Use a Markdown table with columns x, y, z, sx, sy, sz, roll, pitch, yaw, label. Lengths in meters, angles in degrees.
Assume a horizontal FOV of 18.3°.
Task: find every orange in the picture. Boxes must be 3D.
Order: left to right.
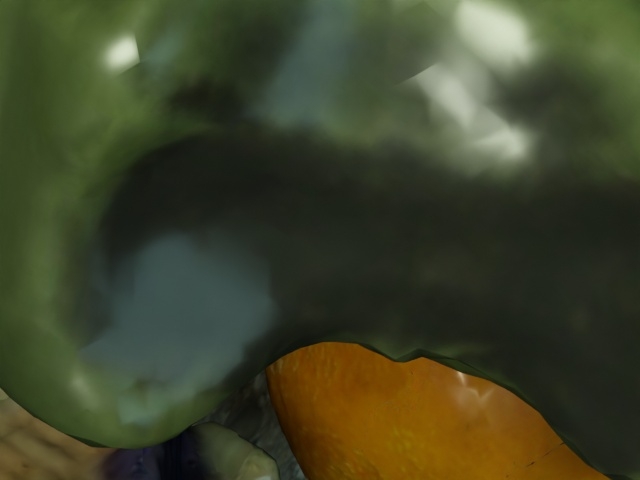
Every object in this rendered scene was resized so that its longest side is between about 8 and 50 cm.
| x | y | z | sx | sy | sz | roll | pitch | yaw | label |
| --- | --- | --- | --- | --- | --- | --- | --- | --- | --- |
| 0.100 | 0.052 | 0.976 | 0.246 | 0.246 | 0.246 | -36 | 140 | -38 | orange |

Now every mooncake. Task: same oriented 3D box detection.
| x | y | z | sx | sy | sz | roll | pitch | yaw | label |
| --- | --- | --- | --- | --- | --- | --- | --- | --- | --- |
| 0.025 | -0.070 | 0.667 | 0.351 | 0.351 | 0.187 | -25 | 133 | -46 | mooncake |

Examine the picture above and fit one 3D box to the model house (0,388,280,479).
| x | y | z | sx | sy | sz | roll | pitch | yaw | label |
| --- | --- | --- | --- | --- | --- | --- | --- | --- | --- |
| -0.089 | 0.190 | 0.734 | 0.280 | 0.312 | 0.245 | -29 | 132 | -40 | model house |
